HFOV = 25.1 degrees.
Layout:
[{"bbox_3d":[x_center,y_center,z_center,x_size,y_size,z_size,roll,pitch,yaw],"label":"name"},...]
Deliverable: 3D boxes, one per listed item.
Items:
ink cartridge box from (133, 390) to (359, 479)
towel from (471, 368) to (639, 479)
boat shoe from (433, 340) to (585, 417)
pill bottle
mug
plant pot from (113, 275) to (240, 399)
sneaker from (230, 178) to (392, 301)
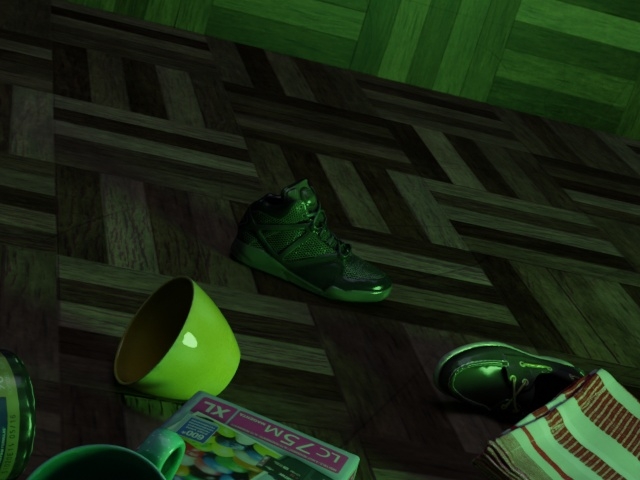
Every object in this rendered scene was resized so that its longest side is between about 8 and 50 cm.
[{"bbox_3d":[-0.094,0.246,1.329,0.186,0.065,0.311,21,22,11],"label":"ink cartridge box"},{"bbox_3d":[0.337,0.259,1.605,0.237,0.037,0.329,39,30,21],"label":"towel"},{"bbox_3d":[0.244,0.176,1.758,0.228,0.081,0.069,8,18,-31],"label":"boat shoe"},{"bbox_3d":[-0.368,0.156,1.237,0.219,0.122,0.123,1,25,-34],"label":"pill bottle"},{"bbox_3d":[-0.168,0.239,1.170,0.158,0.097,0.129,-18,59,-15],"label":"mug"},{"bbox_3d":[-0.144,0.119,1.550,0.095,0.134,0.134,37,11,-26],"label":"plant pot"},{"bbox_3d":[0.000,0.000,1.956,0.227,0.130,0.087,23,22,8],"label":"sneaker"}]
